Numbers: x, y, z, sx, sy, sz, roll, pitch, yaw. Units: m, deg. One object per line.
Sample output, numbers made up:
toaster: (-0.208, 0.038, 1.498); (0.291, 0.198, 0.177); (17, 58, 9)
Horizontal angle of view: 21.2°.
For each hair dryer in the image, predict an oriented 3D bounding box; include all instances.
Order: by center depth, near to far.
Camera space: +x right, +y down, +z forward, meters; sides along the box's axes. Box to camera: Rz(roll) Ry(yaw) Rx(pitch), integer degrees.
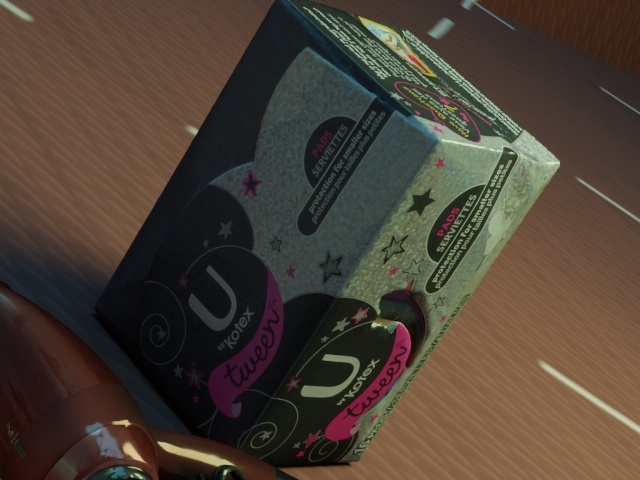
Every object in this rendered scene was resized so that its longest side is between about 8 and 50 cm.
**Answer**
hair dryer: (-0.094, 0.127, 0.924); (0.293, 0.080, 0.223); (41, 4, 6)

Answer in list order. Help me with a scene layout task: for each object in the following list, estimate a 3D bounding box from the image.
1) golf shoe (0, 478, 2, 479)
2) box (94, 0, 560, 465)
golf shoe: (-0.206, 0.089, 0.738); (0.306, 0.115, 0.140); (37, 16, 8)
box: (0.000, 0.000, 1.073); (0.142, 0.247, 0.163); (6, 33, -51)
